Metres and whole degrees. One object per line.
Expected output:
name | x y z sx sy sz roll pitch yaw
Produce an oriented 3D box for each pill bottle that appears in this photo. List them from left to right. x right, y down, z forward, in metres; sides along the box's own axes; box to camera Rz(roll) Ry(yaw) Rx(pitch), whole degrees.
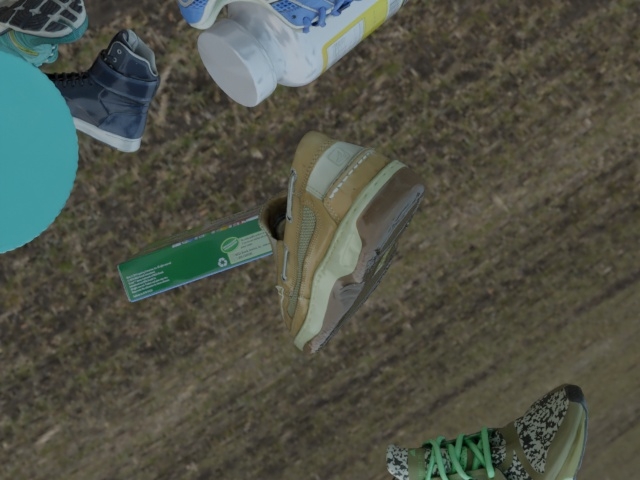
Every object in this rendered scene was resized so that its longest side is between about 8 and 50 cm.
pill bottle | -0.014 -0.198 0.793 0.184 0.103 0.103 -42 159 -21

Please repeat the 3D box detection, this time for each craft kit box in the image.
craft kit box | -0.123 -0.001 1.237 0.250 0.060 0.246 -19 -177 2

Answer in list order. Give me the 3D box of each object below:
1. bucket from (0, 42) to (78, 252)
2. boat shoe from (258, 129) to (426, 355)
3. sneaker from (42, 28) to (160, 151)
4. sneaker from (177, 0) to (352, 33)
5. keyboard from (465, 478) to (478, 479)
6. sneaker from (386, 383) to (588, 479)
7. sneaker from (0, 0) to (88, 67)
bucket | -0.443 -0.111 1.110 0.281 0.183 0.281 -10 103 -46
boat shoe | 0.000 0.000 0.497 0.068 0.072 0.190 -49 170 -29
sneaker | -0.339 -0.239 1.304 0.226 0.086 0.163 20 119 -13
sneaker | 0.008 -0.169 0.571 0.211 0.081 0.080 3 -173 9
keyboard | 0.158 0.258 0.781 0.023 0.108 0.180 -67 168 15
sneaker | 0.177 0.318 1.221 0.410 0.182 0.158 -48 -163 23
sneaker | -0.430 -0.318 1.399 0.107 0.275 0.110 -52 130 -26
